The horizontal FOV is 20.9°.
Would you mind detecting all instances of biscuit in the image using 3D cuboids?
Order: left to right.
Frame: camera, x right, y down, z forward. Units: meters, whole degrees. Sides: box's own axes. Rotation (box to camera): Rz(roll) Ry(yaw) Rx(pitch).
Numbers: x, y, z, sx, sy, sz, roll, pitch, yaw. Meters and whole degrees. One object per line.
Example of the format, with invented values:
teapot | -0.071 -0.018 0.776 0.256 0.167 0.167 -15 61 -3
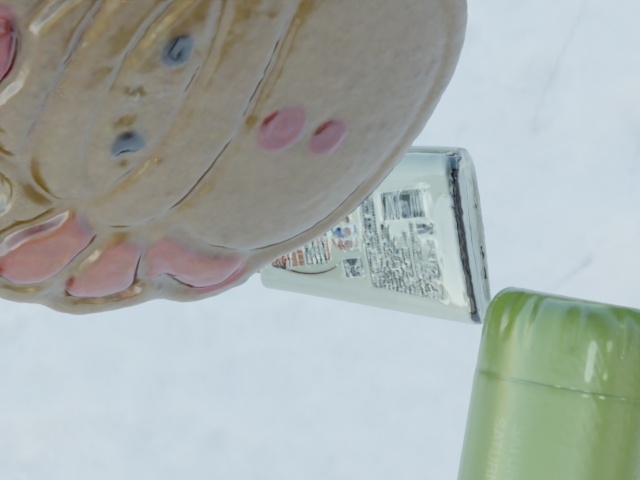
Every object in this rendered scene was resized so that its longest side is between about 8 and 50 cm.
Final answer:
biscuit | -0.083 -0.092 1.080 0.381 0.359 0.074 5 38 -45

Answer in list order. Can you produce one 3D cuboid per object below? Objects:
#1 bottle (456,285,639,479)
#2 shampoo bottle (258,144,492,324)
bottle | 0.130 0.162 0.995 0.112 0.112 0.260 10 90 5
shampoo bottle | 0.000 0.000 1.481 0.284 0.153 0.071 -3 10 24
